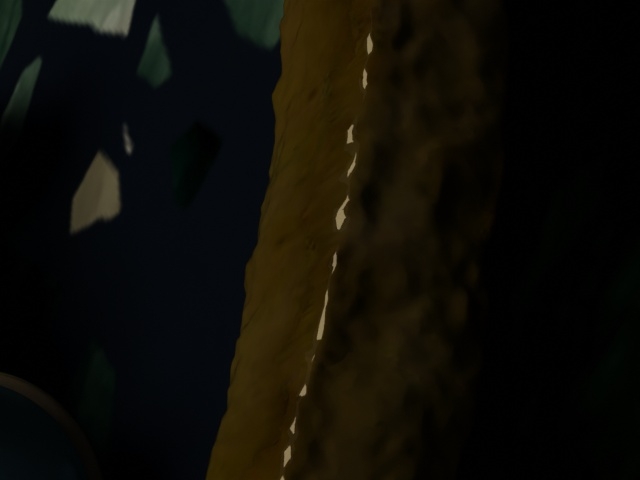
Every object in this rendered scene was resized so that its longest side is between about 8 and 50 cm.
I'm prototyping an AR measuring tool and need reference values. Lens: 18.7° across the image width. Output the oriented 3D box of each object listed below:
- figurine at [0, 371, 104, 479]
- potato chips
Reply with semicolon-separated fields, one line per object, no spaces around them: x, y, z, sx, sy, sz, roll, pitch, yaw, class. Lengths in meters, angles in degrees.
-0.159;0.055;0.613;0.154;0.180;0.262;-45;15;-22;figurine
0.000;0.000;0.467;0.057;0.080;0.407;139;144;-64;potato chips
